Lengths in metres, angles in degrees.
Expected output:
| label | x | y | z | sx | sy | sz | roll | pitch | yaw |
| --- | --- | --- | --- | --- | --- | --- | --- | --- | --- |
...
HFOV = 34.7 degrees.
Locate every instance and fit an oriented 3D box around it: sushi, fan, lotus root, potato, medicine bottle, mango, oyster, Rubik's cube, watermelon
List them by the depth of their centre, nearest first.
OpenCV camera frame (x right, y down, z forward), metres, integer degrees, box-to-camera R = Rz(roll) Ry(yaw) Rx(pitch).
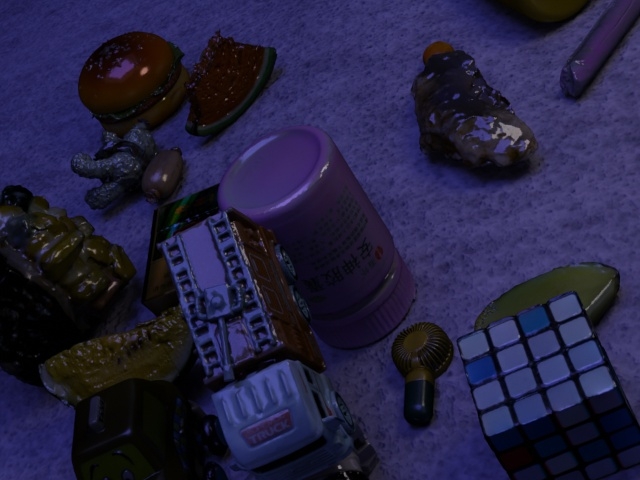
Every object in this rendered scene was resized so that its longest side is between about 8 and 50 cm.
| label | x | y | z | sx | sy | sz | roll | pitch | yaw |
| --- | --- | --- | --- | --- | --- | --- | --- | --- | --- |
| Rubik's cube | 0.262 | 0.178 | 1.163 | 0.155 | 0.151 | 0.154 | -24 | 40 | 11 |
| potato | 0.292 | 0.097 | 1.307 | 0.198 | 0.054 | 0.119 | -35 | 38 | -8 |
| fan | 0.131 | 0.173 | 1.349 | 0.082 | 0.039 | 0.155 | -15 | 42 | 22 |
| medicine bottle | 0.000 | 0.000 | 1.421 | 0.178 | 0.290 | 0.178 | -19 | 40 | 17 |
| watermelon | -0.283 | 0.185 | 1.541 | 0.301 | 0.129 | 0.123 | -21 | 11 | 16 |
| oyster | 0.219 | -0.215 | 1.640 | 0.166 | 0.110 | 0.341 | -25 | 38 | 9 |
| sushi | -0.508 | 0.047 | 1.716 | 0.285 | 0.328 | 0.328 | -50 | 36 | -11 |
| mango | 0.211 | -0.329 | 1.821 | 0.060 | 0.046 | 0.089 | -16 | 29 | 18 |
| lotus root | -0.302 | -0.123 | 1.950 | 0.073 | 0.062 | 0.150 | -7 | 44 | 25 |

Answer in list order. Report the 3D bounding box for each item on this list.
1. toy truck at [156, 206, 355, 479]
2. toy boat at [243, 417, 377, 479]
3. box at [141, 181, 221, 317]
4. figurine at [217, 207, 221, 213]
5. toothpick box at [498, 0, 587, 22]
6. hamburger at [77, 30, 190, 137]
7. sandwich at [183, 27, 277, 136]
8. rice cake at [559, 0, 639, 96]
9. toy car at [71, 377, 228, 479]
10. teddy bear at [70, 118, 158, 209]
| label | x | y | z | sx | sy | sz | roll | pitch | yaw |
| --- | --- | --- | --- | --- | --- | --- | --- | --- | --- |
| toy truck | -0.078 | 0.120 | 1.178 | 0.136 | 0.162 | 0.305 | -26 | 65 | 8 |
| toy boat | -0.035 | 0.332 | 1.232 | 0.141 | 0.141 | 0.269 | 22 | 66 | 47 |
| box | -0.209 | 0.015 | 1.733 | 0.159 | 0.071 | 0.240 | -23 | 39 | 17 |
| figurine | -0.065 | -0.060 | 1.636 | 0.222 | 0.145 | 0.145 | -45 | 39 | -9 |
| toothpick box | 0.349 | -0.498 | 1.801 | 0.175 | 0.175 | 0.271 | -37 | 35 | -4 |
| hamburger | -0.405 | -0.348 | 2.176 | 0.246 | 0.170 | 0.246 | -19 | 43 | 19 |
| sandwich | -0.199 | -0.309 | 2.013 | 0.079 | 0.159 | 0.235 | 26 | 86 | 42 |
| rice cake | 0.459 | -0.331 | 1.639 | 0.049 | 0.055 | 0.270 | 19 | 59 | 40 |
| toy car | -0.250 | 0.288 | 1.369 | 0.204 | 0.198 | 0.248 | -24 | 39 | 12 |
| teddy bear | -0.377 | -0.159 | 1.993 | 0.111 | 0.133 | 0.213 | 8 | 42 | 39 |
